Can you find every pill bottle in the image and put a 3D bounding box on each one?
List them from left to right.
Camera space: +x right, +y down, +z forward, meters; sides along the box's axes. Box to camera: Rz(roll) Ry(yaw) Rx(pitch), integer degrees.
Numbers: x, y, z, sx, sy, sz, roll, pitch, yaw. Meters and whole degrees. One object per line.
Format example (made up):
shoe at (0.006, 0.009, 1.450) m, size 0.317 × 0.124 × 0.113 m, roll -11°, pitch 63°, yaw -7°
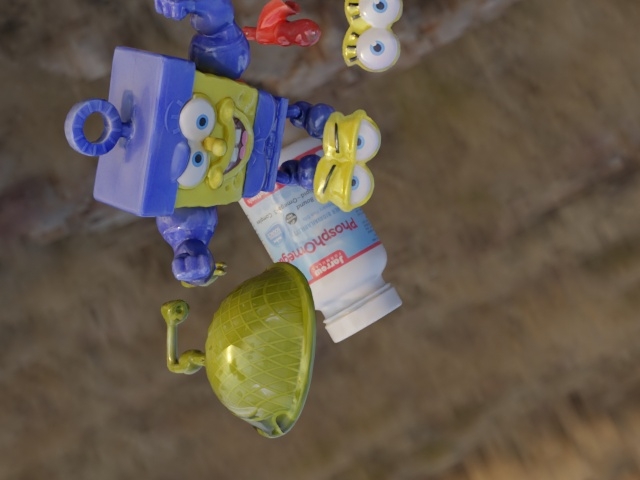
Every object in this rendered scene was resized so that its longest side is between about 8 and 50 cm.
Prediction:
pill bottle at (0.000, 0.000, 1.499) m, size 0.087 × 0.160 × 0.087 m, roll -31°, pitch 178°, yaw -1°

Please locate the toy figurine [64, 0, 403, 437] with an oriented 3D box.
toy figurine at (-0.105, -0.049, 1.251) m, size 0.191 × 0.363 × 0.217 m, roll 19°, pitch -169°, yaw 42°
